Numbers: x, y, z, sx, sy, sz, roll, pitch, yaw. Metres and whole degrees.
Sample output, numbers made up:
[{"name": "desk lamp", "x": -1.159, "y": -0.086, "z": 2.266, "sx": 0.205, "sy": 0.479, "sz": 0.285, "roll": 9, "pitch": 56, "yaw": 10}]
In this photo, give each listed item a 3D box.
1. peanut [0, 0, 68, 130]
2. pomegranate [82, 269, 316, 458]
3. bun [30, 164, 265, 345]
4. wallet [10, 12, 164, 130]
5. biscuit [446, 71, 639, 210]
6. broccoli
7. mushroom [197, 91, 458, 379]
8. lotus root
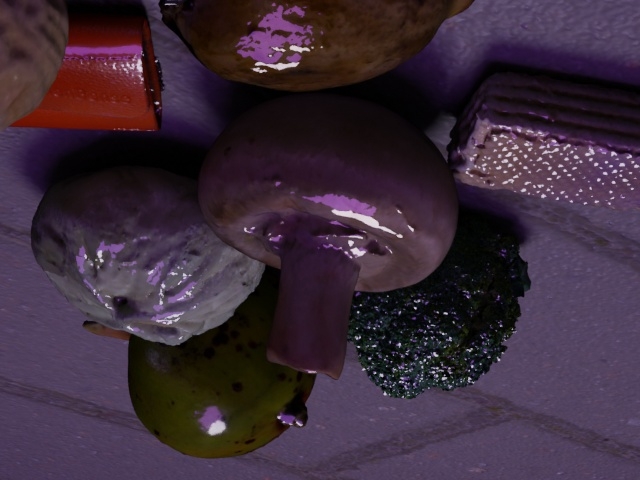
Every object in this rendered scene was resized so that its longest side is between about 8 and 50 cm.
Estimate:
[{"name": "peanut", "x": -0.269, "y": -0.180, "z": 0.876, "sx": 0.152, "sy": 0.152, "sz": 0.313, "roll": -7, "pitch": 153, "yaw": 21}, {"name": "pomegranate", "x": -0.119, "y": 0.117, "z": 1.420, "sx": 0.245, "sy": 0.198, "sz": 0.198, "roll": -4, "pitch": 153, "yaw": 21}, {"name": "bun", "x": -0.151, "y": 0.020, "z": 1.270, "sx": 0.203, "sy": 0.127, "sz": 0.212, "roll": 22, "pitch": 160, "yaw": -29}, {"name": "wallet", "x": -0.224, "y": -0.124, "z": 1.094, "sx": 0.204, "sy": 0.045, "sz": 0.142, "roll": 2, "pitch": 154, "yaw": 1}, {"name": "biscuit", "x": 0.223, "y": -0.071, "z": 1.136, "sx": 0.238, "sy": 0.062, "sz": 0.108, "roll": 9, "pitch": 156, "yaw": -9}, {"name": "broccoli", "x": 0.098, "y": 0.050, "z": 1.316, "sx": 0.195, "sy": 0.156, "sz": 0.195, "roll": -3, "pitch": 116, "yaw": -6}, {"name": "mushroom", "x": 0.000, "y": 0.000, "z": 1.129, "sx": 0.207, "sy": 0.215, "sz": 0.207, "roll": 10, "pitch": 164, "yaw": 3}, {"name": "lotus root", "x": 0.003, "y": -0.157, "z": 0.919, "sx": 0.214, "sy": 0.138, "sz": 0.138, "roll": -4, "pitch": 156, "yaw": -11}]
